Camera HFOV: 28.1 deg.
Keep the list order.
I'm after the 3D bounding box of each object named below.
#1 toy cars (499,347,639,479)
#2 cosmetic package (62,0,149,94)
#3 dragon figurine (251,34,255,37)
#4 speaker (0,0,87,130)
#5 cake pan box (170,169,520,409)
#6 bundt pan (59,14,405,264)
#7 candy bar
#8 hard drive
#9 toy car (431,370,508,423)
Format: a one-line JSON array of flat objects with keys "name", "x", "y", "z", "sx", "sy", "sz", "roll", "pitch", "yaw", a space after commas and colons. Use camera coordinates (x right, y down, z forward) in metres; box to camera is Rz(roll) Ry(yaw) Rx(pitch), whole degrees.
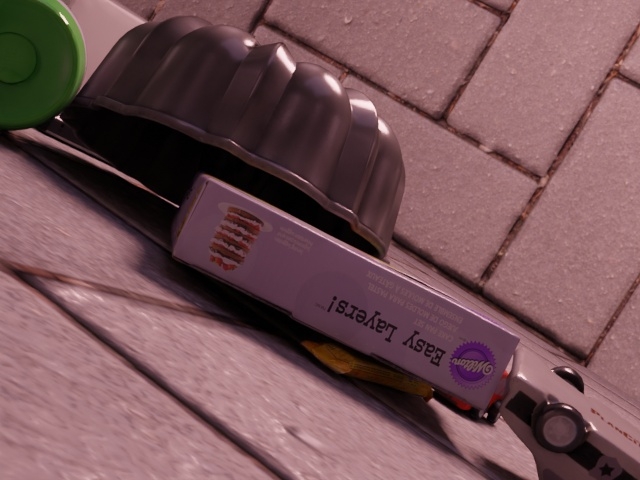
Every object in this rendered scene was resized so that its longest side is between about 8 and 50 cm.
[{"name": "toy cars", "x": 0.275, "y": 0.201, "z": 0.990, "sx": 0.394, "sy": 0.087, "sz": 0.176, "roll": 23, "pitch": 19, "yaw": -35}, {"name": "cosmetic package", "x": -0.304, "y": -0.244, "z": 1.639, "sx": 0.197, "sy": 0.155, "sz": 0.365, "roll": 36, "pitch": 4, "yaw": 24}, {"name": "dragon figurine", "x": -0.073, "y": -0.138, "z": 1.751, "sx": 0.085, "sy": 0.289, "sz": 0.144, "roll": 7, "pitch": 15, "yaw": 44}, {"name": "speaker", "x": -0.281, "y": -0.175, "z": 1.141, "sx": 0.131, "sy": 0.131, "sz": 0.296, "roll": 30, "pitch": 4, "yaw": -20}, {"name": "cake pan box", "x": 0.010, "y": 0.033, "z": 1.005, "sx": 0.267, "sy": 0.070, "sz": 0.246, "roll": 27, "pitch": 3, "yaw": -7}, {"name": "bundt pan", "x": -0.064, "y": -0.095, "z": 1.179, "sx": 0.331, "sy": 0.124, "sz": 0.331, "roll": 24, "pitch": -12, "yaw": 6}, {"name": "candy bar", "x": 0.040, "y": 0.096, "z": 0.948, "sx": 0.040, "sy": 0.018, "sz": 0.161, "roll": 33, "pitch": 4, "yaw": 32}, {"name": "hard drive", "x": -0.255, "y": -0.114, "z": 1.326, "sx": 0.094, "sy": 0.022, "sz": 0.135, "roll": 34, "pitch": 5, "yaw": 39}, {"name": "toy car", "x": 0.159, "y": 0.128, "z": 1.210, "sx": 0.239, "sy": 0.053, "sz": 0.225, "roll": 29, "pitch": 4, "yaw": -30}]
